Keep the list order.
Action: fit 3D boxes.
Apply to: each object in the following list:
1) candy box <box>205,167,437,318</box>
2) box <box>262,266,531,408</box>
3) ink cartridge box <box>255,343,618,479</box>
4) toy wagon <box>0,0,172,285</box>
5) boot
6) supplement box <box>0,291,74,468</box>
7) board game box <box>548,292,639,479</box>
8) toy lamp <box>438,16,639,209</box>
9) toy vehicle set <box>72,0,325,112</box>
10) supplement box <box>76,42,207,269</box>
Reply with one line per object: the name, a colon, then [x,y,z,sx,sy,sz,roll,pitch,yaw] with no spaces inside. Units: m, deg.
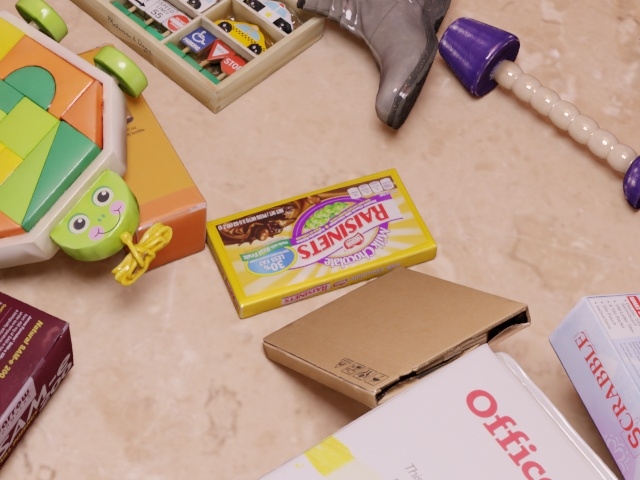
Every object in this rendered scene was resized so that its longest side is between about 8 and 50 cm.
candy box: [0.000,0.000,1.265,0.206,0.027,0.105,-17,61,-16]
box: [0.062,0.080,1.141,0.164,0.021,0.201,-26,20,-23]
ink cartridge box: [0.055,0.298,0.976,0.385,0.160,0.279,-27,62,-22]
toy wagon: [-0.280,-0.080,1.207,0.344,0.068,0.267,34,77,27]
boot: [0.044,-0.226,1.384,0.161,0.083,0.246,20,47,-3]
supplement box: [-0.348,0.089,1.117,0.239,0.073,0.130,23,55,12]
board game box: [0.391,0.180,1.086,0.318,0.066,0.318,-2,52,-31]
toy lamp: [0.239,-0.141,1.354,0.275,0.080,0.080,38,60,21]
toy vehicle set: [-0.149,-0.265,1.433,0.267,0.035,0.166,38,60,20]
supplement box: [-0.194,-0.085,1.278,0.078,0.080,0.233,-21,61,-19]
